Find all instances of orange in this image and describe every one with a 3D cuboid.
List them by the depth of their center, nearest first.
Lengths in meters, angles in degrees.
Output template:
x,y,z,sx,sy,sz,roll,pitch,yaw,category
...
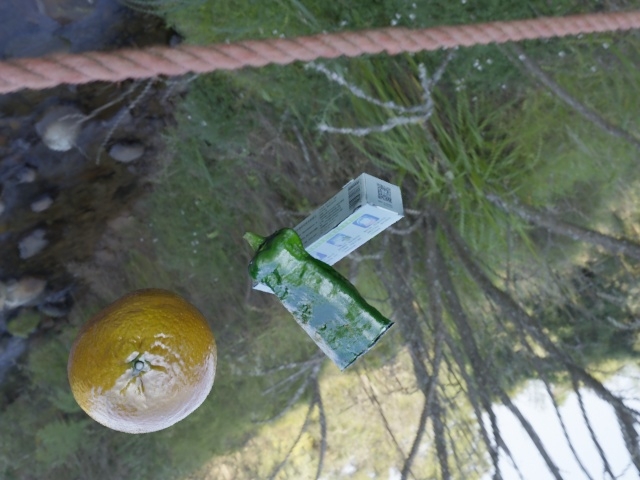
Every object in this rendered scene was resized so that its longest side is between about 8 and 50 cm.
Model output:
x,y,z,sx,sy,sz,roll,pitch,yaw,category
-0.302,0.205,1.200,0.264,0.264,0.264,-30,169,-6,orange

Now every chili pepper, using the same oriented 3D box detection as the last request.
x,y,z,sx,sy,sz,roll,pitch,yaw,category
-0.020,0.078,1.117,0.099,0.270,0.136,-42,176,-30,chili pepper

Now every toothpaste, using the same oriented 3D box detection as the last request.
x,y,z,sx,sy,sz,roll,pitch,yaw,category
0.000,0.000,1.211,0.081,0.067,0.336,18,144,-32,toothpaste
